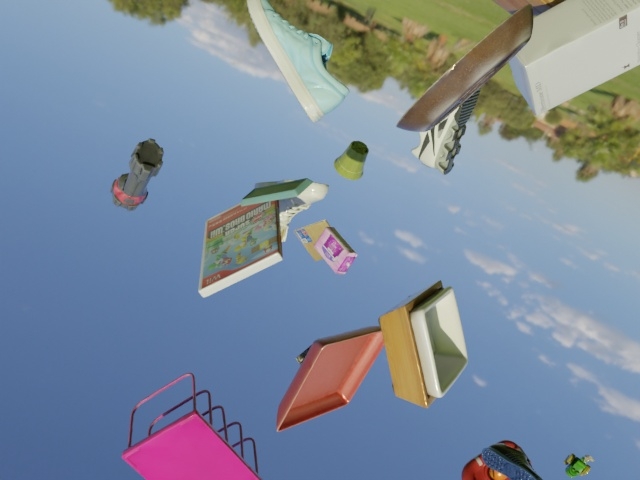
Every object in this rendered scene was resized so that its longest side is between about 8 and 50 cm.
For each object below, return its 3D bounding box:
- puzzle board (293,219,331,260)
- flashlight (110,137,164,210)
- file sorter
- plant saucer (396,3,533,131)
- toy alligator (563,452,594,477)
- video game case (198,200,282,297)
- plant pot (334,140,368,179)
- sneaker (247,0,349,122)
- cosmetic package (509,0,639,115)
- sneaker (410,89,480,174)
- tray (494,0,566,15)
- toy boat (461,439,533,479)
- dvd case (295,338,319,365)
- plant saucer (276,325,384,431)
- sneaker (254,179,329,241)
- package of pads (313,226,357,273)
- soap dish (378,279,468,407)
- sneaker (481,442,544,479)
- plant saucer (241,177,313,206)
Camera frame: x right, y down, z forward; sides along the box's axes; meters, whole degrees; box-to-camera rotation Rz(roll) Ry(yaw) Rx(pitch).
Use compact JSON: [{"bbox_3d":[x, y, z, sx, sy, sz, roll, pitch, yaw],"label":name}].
[{"bbox_3d":[0.000,0.000,1.676,0.128,0.096,0.011,55,-152,-37],"label":"puzzle board"},{"bbox_3d":[-0.489,-0.177,1.687,0.103,0.304,0.103,-40,-88,-34],"label":"flashlight"},{"bbox_3d":[-0.307,0.502,1.548,0.291,0.202,0.182,56,-174,-28],"label":"file sorter"},{"bbox_3d":[0.270,-0.296,1.143,0.050,0.310,0.310,48,-159,1],"label":"plant saucer"},{"bbox_3d":[0.685,0.605,1.679,0.056,0.051,0.190,35,166,21],"label":"toy alligator"},{"bbox_3d":[-0.185,-0.005,1.463,0.025,0.203,0.285,57,-166,-33],"label":"video game case"},{"bbox_3d":[0.088,-0.213,1.624,0.083,0.079,0.083,13,-131,-16],"label":"plant pot"},{"bbox_3d":[-0.050,-0.489,1.611,0.366,0.150,0.135,59,-176,1],"label":"sneaker"},{"bbox_3d":[0.706,-0.528,1.674,0.217,0.384,0.156,45,-160,-50],"label":"cosmetic package"},{"bbox_3d":[0.330,-0.354,1.696,0.146,0.331,0.122,29,-153,25],"label":"sneaker"},{"bbox_3d":[0.482,-0.738,1.717,0.410,0.076,0.202,20,-175,-31],"label":"tray"},{"bbox_3d":[0.557,0.732,1.985,0.151,0.231,0.151,57,175,27],"label":"toy boat"},{"bbox_3d":[0.005,0.322,1.620,0.119,0.013,0.087,44,-121,14],"label":"dvd case"},{"bbox_3d":[0.025,0.300,1.434,0.259,0.259,0.047,-3,-142,-49],"label":"plant saucer"},{"bbox_3d":[-0.083,-0.070,1.648,0.108,0.169,0.292,9,175,-35],"label":"sneaker"},{"bbox_3d":[0.027,0.017,1.147,0.031,0.050,0.083,9,-148,-45],"label":"package of pads"},{"bbox_3d":[0.246,0.234,1.483,0.118,0.229,0.290,-11,-177,28],"label":"soap dish"},{"bbox_3d":[0.570,0.648,1.779,0.090,0.082,0.232,-7,-156,-33],"label":"sneaker"},{"bbox_3d":[-0.105,-0.112,1.451,0.192,0.018,0.067,-5,-150,42],"label":"plant saucer"}]
